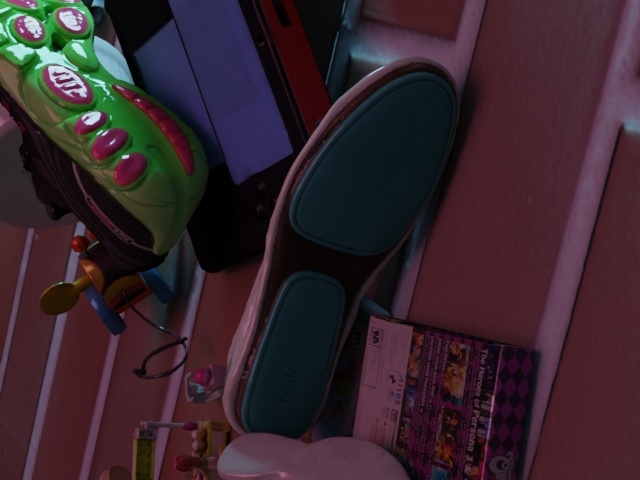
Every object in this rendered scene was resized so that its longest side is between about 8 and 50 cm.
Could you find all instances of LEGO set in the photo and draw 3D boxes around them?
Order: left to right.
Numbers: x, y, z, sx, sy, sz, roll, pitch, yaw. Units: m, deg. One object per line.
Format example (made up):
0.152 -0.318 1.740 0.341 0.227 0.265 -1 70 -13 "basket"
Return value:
-0.137 0.282 1.487 0.132 0.107 0.287 -49 43 43 "LEGO set"

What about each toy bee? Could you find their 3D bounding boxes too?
-0.249 0.031 1.691 0.195 0.162 0.298 -43 30 -24 "toy bee"

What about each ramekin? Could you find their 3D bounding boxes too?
-0.370 -0.141 1.844 0.277 0.277 0.135 -57 45 36 "ramekin"

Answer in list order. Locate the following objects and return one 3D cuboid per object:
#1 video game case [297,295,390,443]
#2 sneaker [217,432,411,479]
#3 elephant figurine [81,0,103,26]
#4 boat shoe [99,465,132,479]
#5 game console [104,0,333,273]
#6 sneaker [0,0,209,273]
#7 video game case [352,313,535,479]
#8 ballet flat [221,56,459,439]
-0.011 0.127 1.394 0.212 0.023 0.193 35 113 57 "video game case"
0.008 0.229 1.213 0.212 0.094 0.080 6 44 43 "sneaker"
-0.358 -0.440 2.043 0.239 0.186 0.169 -57 -7 19 "elephant figurine"
-0.224 0.342 1.673 0.059 0.063 0.170 -56 48 33 "boat shoe"
-0.118 -0.171 1.484 0.342 0.060 0.386 -22 87 55 "game console"
-0.313 -0.139 1.598 0.483 0.185 0.202 50 137 35 "sneaker"
0.094 0.191 1.178 0.210 0.042 0.232 7 89 61 "video game case"
0.000 0.000 1.286 0.139 0.139 0.400 43 113 55 "ballet flat"
